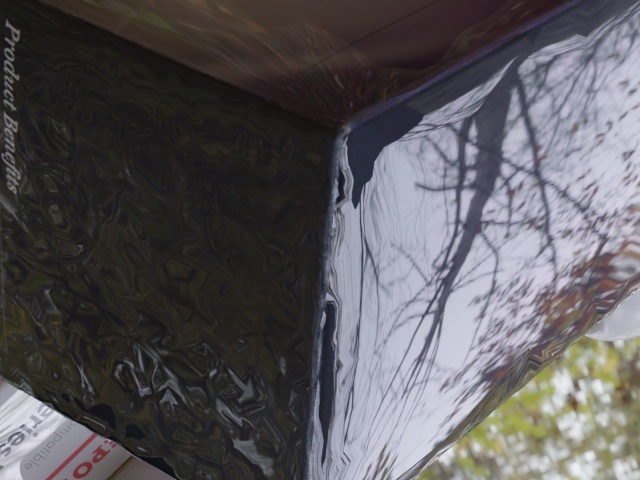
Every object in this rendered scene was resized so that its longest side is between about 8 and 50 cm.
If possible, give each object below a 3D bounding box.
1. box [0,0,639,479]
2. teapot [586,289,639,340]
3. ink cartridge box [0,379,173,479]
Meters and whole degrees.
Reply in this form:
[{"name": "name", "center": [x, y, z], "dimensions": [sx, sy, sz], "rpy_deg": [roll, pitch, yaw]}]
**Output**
[{"name": "box", "center": [-0.023, -0.070, 0.699], "dimensions": [0.294, 0.183, 0.296], "rpy_deg": [26, -143, 28]}, {"name": "teapot", "center": [0.221, -0.065, 1.194], "dimensions": [0.187, 0.252, 0.256], "rpy_deg": [-26, -129, -8]}, {"name": "ink cartridge box", "center": [-0.161, 0.028, 1.018], "dimensions": [0.207, 0.119, 0.353], "rpy_deg": [-45, -135, 2]}]
